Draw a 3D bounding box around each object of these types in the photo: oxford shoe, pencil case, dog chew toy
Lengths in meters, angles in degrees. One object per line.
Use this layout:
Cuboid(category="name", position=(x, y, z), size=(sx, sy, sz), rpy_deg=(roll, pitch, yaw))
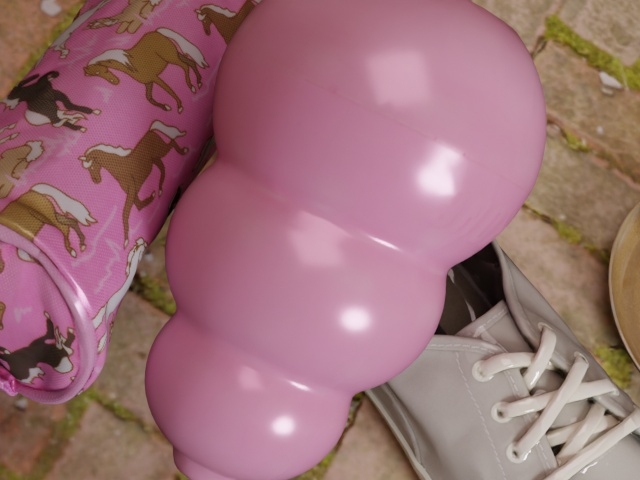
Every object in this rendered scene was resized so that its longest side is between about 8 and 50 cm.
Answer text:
Cuboid(category="oxford shoe", position=(0.144, 0.126, 0.986), size=(0.169, 0.130, 0.449), rpy_deg=(-34, 76, -26))
Cuboid(category="pencil case", position=(-0.139, -0.075, 0.968), size=(0.167, 0.160, 0.386), rpy_deg=(-8, 38, 33))
Cuboid(category="dog chew toy", position=(0.000, 0.000, 0.878), size=(0.207, 0.206, 0.331), rpy_deg=(26, 93, 2))

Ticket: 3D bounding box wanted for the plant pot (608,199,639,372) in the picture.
Cuboid(category="plant pot", position=(0.332, 0.055, 1.113), size=(0.236, 0.032, 0.236), rpy_deg=(5, 63, -10))
